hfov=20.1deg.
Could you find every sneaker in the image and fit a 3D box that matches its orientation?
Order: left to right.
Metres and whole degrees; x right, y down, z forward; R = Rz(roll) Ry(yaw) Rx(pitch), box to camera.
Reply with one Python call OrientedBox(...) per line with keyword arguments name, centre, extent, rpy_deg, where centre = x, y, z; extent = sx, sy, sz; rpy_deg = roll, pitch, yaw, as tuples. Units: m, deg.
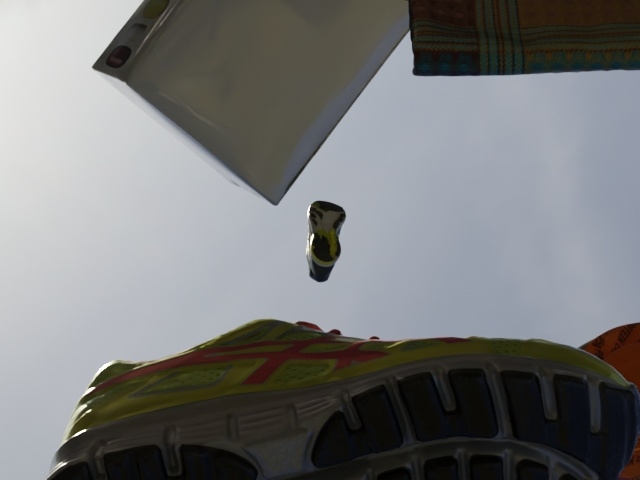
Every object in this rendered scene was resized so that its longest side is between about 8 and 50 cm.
OrientedBox(name="sneaker", centre=(0.000, 0.000, 1.435), extent=(0.031, 0.035, 0.083), rpy_deg=(15, -143, -5))
OrientedBox(name="sneaker", centre=(0.006, 0.058, 0.629), extent=(0.209, 0.081, 0.094), rpy_deg=(-4, -150, -2))

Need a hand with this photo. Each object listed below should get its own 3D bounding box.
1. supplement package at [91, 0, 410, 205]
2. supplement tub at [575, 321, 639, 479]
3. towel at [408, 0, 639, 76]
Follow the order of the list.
OrientedBox(name="supplement package", centre=(-0.061, -0.206, 1.811), extent=(0.262, 0.204, 0.145), rpy_deg=(-53, -156, -4))
OrientedBox(name="supplement tub", centre=(0.176, 0.125, 1.031), extent=(0.117, 0.190, 0.117), rpy_deg=(0, -115, 1))
OrientedBox(name="towel", centre=(0.253, -0.235, 1.475), extent=(0.370, 0.040, 0.271), rpy_deg=(-2, -133, 0))
